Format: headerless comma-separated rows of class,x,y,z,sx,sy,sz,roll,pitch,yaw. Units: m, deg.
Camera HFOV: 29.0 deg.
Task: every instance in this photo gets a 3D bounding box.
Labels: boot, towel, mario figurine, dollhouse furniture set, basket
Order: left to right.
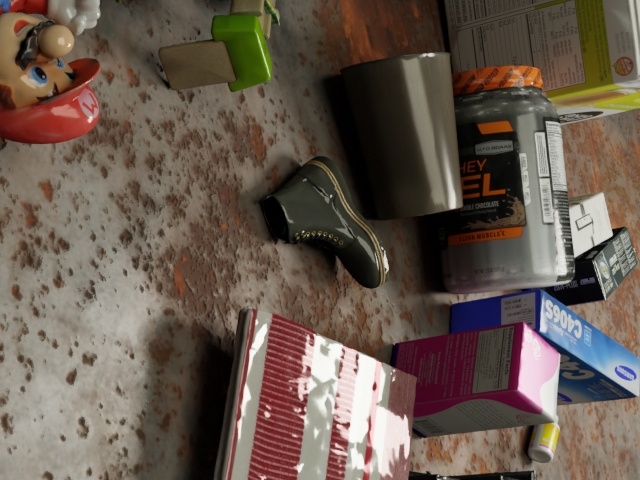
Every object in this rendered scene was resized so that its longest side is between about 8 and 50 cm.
mario figurine,-0.321,-0.238,1.216,0.198,0.170,0.320,-42,110,-12
dollhouse furniture set,-0.147,-0.346,1.576,0.301,0.151,0.197,-87,166,-47
boot,0.000,0.000,1.672,0.137,0.077,0.198,-37,96,-46
towel,0.000,0.239,1.544,0.329,0.037,0.237,28,60,-41
basket,0.128,-0.150,1.814,0.204,0.154,0.226,-13,94,-62

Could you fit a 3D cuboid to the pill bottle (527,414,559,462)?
pill bottle,0.378,0.330,2.087,0.043,0.043,0.083,52,44,-30

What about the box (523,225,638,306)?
box,0.456,0.049,2.187,0.180,0.147,0.077,-32,106,-51

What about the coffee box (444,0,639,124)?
coffee box,0.434,-0.392,2.129,0.338,0.334,0.338,-2,83,-54

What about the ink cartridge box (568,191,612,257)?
ink cartridge box,0.386,-0.014,2.111,0.203,0.148,0.085,-22,99,-52

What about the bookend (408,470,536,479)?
bookend,0.199,0.359,1.749,0.157,0.156,0.072,19,66,-48

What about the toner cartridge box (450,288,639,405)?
toner cartridge box,0.372,0.182,2.023,0.348,0.165,0.075,31,58,-44

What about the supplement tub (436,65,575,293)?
supplement tub,0.278,-0.090,1.927,0.207,0.207,0.338,0,83,-53

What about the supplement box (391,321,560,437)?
supplement box,0.216,0.201,1.762,0.111,0.220,0.114,40,51,-40
